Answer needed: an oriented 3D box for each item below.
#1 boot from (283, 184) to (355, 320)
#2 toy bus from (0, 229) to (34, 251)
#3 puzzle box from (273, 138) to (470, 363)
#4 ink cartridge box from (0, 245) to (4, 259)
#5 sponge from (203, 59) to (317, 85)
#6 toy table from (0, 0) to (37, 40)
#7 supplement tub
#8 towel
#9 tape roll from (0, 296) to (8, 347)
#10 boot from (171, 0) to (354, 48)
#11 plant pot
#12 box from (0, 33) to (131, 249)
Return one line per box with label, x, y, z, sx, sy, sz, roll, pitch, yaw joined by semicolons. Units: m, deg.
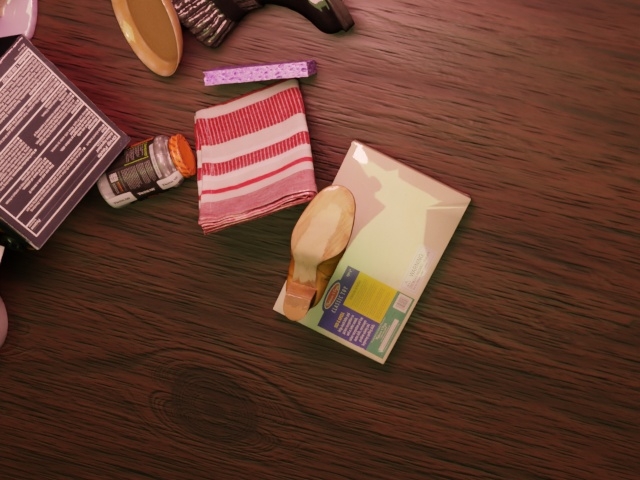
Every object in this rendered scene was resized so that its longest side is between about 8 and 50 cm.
boot;0.001;0.001;1.738;0.104;0.211;0.295;22;111;2
toy bus;-0.732;-0.067;1.910;0.211;0.220;0.150;7;83;36
puzzle box;0.102;0.027;1.867;0.272;0.052;0.409;27;105;1
ink cartridge box;-0.739;0.071;1.806;0.127;0.176;0.128;21;63;-26
sponge;-0.119;-0.338;1.780;0.210;0.117;0.031;-3;104;9
toy table;-0.697;-0.512;1.801;0.252;0.161;0.274;-20;100;12
supplement tub;-0.364;-0.148;1.859;0.190;0.117;0.117;-18;100;12
towel;-0.135;-0.176;1.742;0.237;0.329;0.037;-18;141;11
tape roll;-0.850;0.197;1.980;0.246;0.169;0.246;2;104;8
boot;-0.128;-0.464;1.742;0.348;0.131;0.260;45;98;7
plant pot;-0.341;-0.442;1.761;0.032;0.236;0.236;-34;98;-28
box;-0.594;-0.191;1.738;0.294;0.182;0.296;47;71;-32
